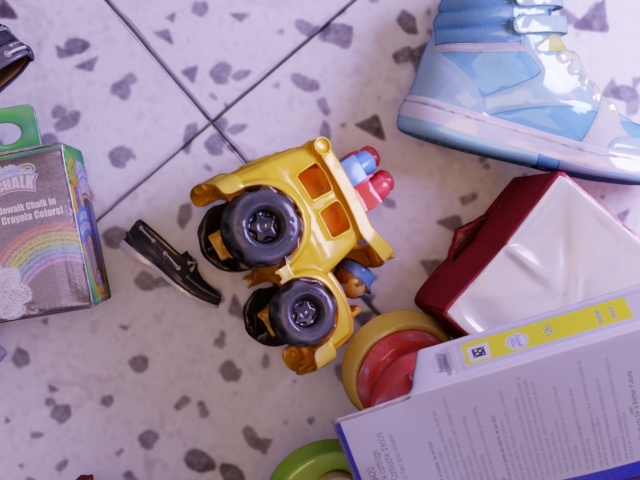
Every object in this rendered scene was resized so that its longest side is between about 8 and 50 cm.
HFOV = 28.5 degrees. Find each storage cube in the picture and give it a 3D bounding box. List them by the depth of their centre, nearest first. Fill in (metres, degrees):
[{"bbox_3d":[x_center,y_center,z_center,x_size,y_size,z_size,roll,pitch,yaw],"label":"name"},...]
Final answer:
[{"bbox_3d":[0.231,0.057,1.280,0.215,0.193,0.183,40,88,-4],"label":"storage cube"}]

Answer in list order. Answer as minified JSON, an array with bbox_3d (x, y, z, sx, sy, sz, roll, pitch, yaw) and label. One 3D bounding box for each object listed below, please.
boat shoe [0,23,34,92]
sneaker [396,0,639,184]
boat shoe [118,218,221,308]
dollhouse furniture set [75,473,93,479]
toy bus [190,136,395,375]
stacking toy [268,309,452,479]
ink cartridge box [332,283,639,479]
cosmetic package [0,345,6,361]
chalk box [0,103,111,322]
[{"bbox_3d":[-0.388,-0.124,1.295,0.079,0.084,0.233,37,85,-3],"label":"boat shoe"},{"bbox_3d":[0.255,-0.174,1.313,0.319,0.127,0.208,13,91,-4],"label":"sneaker"},{"bbox_3d":[-0.153,0.025,1.332,0.125,0.046,0.038,35,93,5],"label":"boat shoe"},{"bbox_3d":[-0.164,0.325,1.172,0.201,0.374,0.152,9,86,-2],"label":"dollhouse furniture set"},{"bbox_3d":[0.000,0.000,1.303,0.211,0.149,0.220,-29,95,-19],"label":"toy bus"},{"bbox_3d":[0.112,0.259,1.262,0.309,0.130,0.279,39,93,-22],"label":"stacking toy"},{"bbox_3d":[0.193,0.206,1.159,0.307,0.072,0.303,-15,125,5],"label":"ink cartridge box"},{"bbox_3d":[-0.448,0.094,1.223,0.224,0.225,0.138,41,88,-4],"label":"cosmetic package"},{"bbox_3d":[-0.303,-0.028,1.279,0.132,0.132,0.213,-10,90,-2],"label":"chalk box"}]
